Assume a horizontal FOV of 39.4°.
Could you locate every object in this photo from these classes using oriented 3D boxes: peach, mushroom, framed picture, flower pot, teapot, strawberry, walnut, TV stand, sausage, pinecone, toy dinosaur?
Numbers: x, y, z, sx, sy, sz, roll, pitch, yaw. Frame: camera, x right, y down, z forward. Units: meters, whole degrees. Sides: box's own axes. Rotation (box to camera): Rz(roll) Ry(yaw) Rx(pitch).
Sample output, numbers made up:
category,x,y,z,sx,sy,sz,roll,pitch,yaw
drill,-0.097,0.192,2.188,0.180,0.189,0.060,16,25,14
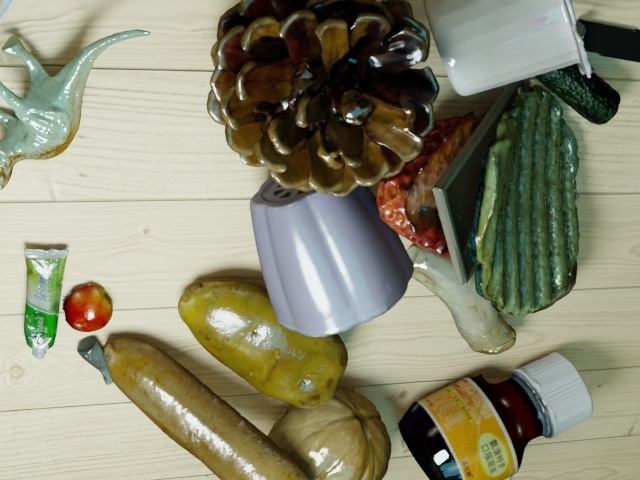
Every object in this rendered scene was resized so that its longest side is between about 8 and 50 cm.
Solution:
category,x,y,z,sx,sy,sz,roll,pitch,yaw
peach,-0.429,0.133,1.649,0.098,0.061,0.098,-13,133,-14
mushroom,0.290,0.121,1.829,0.123,0.095,0.351,-24,129,25
framed picture,0.298,-0.105,1.571,0.315,0.024,0.232,-52,139,-32
flower pot,0.000,0.000,1.566,0.265,0.265,0.243,-24,116,3
teapot,-0.431,0.236,1.741,0.043,0.042,0.110,-22,132,0
strawberry,0.182,-0.078,1.562,0.280,0.150,0.253,-46,135,-34
walnut,0.006,0.460,1.890,0.252,0.277,0.313,40,120,4
TV stand,0.561,-0.346,1.589,0.257,0.040,0.049,5,124,-20
sausage,-0.220,0.359,1.725,0.501,0.136,0.123,40,84,3
pinecone,0.025,-0.224,1.314,0.385,0.384,0.384,-8,127,-10
toy dinosaur,-0.423,-0.225,1.364,0.393,0.092,0.205,-31,130,7

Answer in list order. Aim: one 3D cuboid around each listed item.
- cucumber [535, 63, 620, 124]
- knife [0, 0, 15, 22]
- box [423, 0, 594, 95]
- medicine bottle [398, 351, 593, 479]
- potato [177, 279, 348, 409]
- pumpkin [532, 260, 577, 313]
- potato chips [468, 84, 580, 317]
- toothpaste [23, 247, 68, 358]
category,x,y,z,sx,sy,sz,roll,pitch,yaw
cucumber,0.431,-0.289,1.574,0.241,0.074,0.074,28,114,-31
knife,-0.529,-0.293,1.331,0.081,0.043,0.336,29,108,-24
box,0.282,-0.329,1.380,0.206,0.291,0.262,-20,106,17
medicine bottle,0.392,0.391,1.977,0.395,0.242,0.242,-29,129,-8
potato,-0.107,0.190,1.736,0.369,0.195,0.176,36,66,-26
pumpkin,0.439,0.045,1.790,0.131,0.126,0.248,-11,127,-10
potato chips,0.371,-0.054,1.595,0.358,0.070,0.429,-26,119,-44
toothpaste,-0.505,0.116,1.627,0.078,0.047,0.248,3,123,-20
